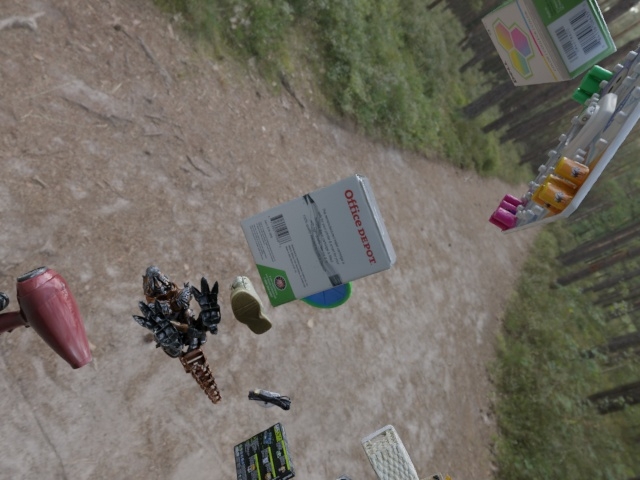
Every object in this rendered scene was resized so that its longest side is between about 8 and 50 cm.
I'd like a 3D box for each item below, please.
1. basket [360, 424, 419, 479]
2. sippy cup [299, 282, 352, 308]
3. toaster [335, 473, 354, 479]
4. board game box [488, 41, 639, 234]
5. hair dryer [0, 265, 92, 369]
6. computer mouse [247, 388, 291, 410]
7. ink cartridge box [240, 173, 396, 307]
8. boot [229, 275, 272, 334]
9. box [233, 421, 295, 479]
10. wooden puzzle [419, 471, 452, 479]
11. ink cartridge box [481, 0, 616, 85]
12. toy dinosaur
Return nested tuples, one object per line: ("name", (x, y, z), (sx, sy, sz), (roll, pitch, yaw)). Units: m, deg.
("basket", (0.206, 0.654, 1.318), (0.167, 0.113, 0.103), (63, -2, -2))
("sippy cup", (0.023, 0.111, 1.780), (0.224, 0.306, 0.240), (-71, 160, -52))
("toaster", (0.077, 0.763, 1.243), (0.186, 0.168, 0.110), (-6, 110, -50))
("board game box", (0.450, -0.196, 0.779), (0.050, 0.390, 0.390), (33, 3, 10))
("hair dryer", (-0.534, 0.132, 0.802), (0.294, 0.223, 0.080), (32, 23, -4))
("computer mouse", (-0.137, 0.412, 1.163), (0.106, 0.193, 0.042), (14, 71, -5))
("ink cartridge box", (0.000, 0.000, 0.723), (0.087, 0.208, 0.153), (-25, 95, -72))
("boot", (-0.222, 0.162, 1.300), (0.165, 0.077, 0.213), (56, -6, 39))
("box", (-0.188, 0.721, 1.475), (0.045, 0.184, 0.190), (65, -3, -32))
("wooden puzzle", (0.325, 0.705, 1.295), (0.014, 0.116, 0.078), (65, -3, -18))
("ink cartridge box", (0.278, -0.269, 0.593), (0.109, 0.062, 0.209), (55, 9, -15))
("toy dinosaur", (-0.290, 0.186, 0.969), (0.322, 0.218, 0.164), (40, 56, 5))
